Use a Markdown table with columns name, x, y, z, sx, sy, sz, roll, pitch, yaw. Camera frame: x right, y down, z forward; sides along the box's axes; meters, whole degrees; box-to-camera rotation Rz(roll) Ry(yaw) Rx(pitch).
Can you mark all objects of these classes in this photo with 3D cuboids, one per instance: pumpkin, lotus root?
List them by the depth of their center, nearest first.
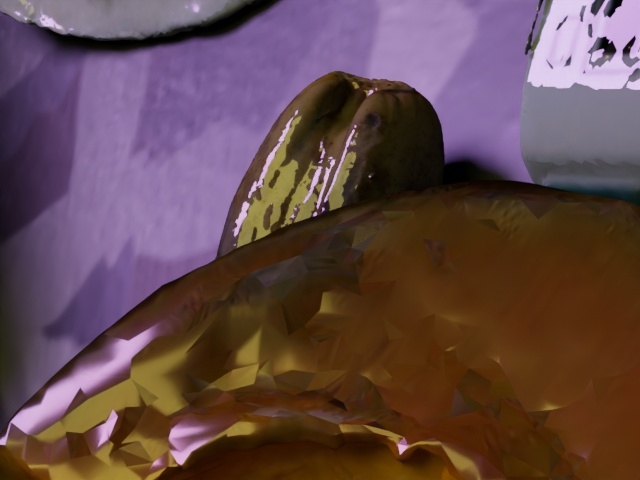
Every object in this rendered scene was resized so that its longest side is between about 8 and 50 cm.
| name | x | y | z | sx | sy | sz | roll | pitch | yaw |
| --- | --- | --- | --- | --- | --- | --- | --- | --- | --- |
| pumpkin | 0.061 | 0.075 | 0.370 | 0.248 | 0.131 | 0.126 | 34 | 63 | 30 |
| lotus root | 0.000 | 0.000 | 0.545 | 0.054 | 0.049 | 0.099 | 18 | 80 | 27 |

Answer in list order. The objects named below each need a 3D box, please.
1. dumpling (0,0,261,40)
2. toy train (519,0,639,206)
| name | x | y | z | sx | sy | sz | roll | pitch | yaw |
| --- | --- | --- | --- | --- | --- | --- | --- | --- | --- |
| dumpling | -0.072 | -0.154 | 0.672 | 0.219 | 0.108 | 0.152 | -19 | 52 | 37 |
| toy train | 0.216 | -0.026 | 0.329 | 0.407 | 0.086 | 0.088 | 3 | 66 | 44 |
